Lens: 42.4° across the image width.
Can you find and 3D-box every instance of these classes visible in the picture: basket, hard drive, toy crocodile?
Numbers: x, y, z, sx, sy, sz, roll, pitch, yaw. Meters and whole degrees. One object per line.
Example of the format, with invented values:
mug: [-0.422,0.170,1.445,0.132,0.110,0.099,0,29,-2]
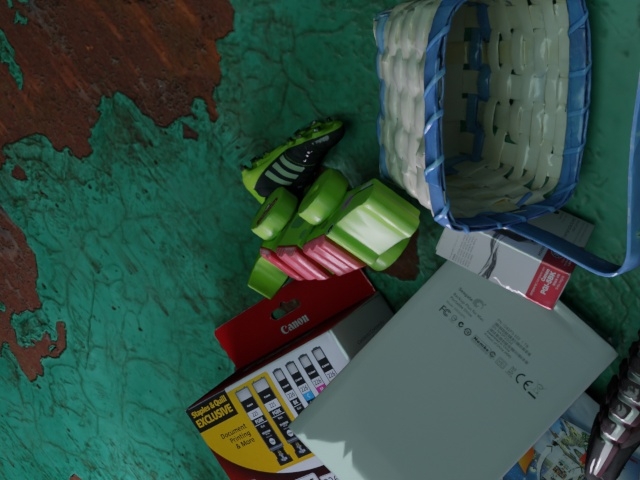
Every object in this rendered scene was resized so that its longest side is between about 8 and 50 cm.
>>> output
basket: [0.181,-0.126,0.755,0.289,0.201,0.254,35,133,54]
hard drive: [0.143,0.166,0.910,0.203,0.040,0.307,44,89,12]
toy crocodile: [0.000,0.000,0.948,0.115,0.105,0.340,37,158,-19]

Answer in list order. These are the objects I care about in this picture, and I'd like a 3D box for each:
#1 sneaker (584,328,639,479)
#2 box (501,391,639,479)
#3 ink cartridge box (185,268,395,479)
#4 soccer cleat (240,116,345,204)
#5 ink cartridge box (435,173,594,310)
sneaker: [0.381,0.151,0.812,0.162,0.106,0.281,25,110,15]
box: [0.254,0.239,0.932,0.233,0.044,0.159,43,91,10]
ink cartridge box: [-0.021,0.202,1.089,0.309,0.130,0.272,-34,89,38]
soccer cleat: [-0.025,-0.094,1.015,0.179,0.060,0.072,-25,106,43]
ink cartridge box: [0.204,-0.002,0.868,0.135,0.099,0.056,27,133,15]
